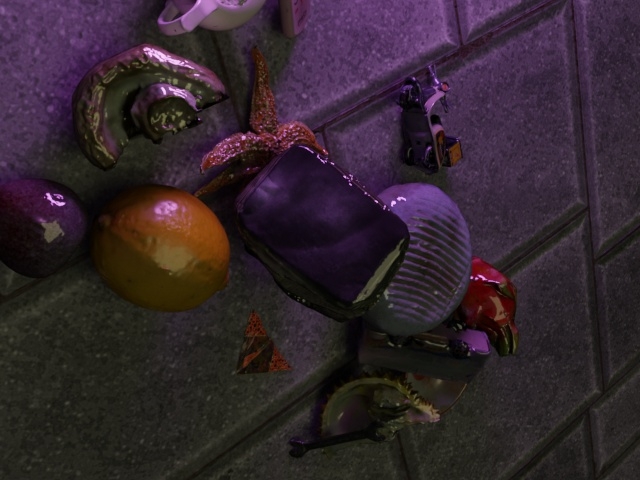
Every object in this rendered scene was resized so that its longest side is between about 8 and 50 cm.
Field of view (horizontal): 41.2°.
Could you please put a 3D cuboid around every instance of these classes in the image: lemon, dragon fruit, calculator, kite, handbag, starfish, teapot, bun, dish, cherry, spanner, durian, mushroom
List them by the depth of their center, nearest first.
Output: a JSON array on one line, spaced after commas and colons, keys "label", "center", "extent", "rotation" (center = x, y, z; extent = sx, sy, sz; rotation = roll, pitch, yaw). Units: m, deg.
[{"label": "cherry", "center": [-0.482, -0.027, 1.443], "extent": [0.176, 0.140, 0.176], "rotation": [-9, 114, -21]}, {"label": "mushroom", "center": [-0.310, -0.254, 1.479], "extent": [0.266, 0.189, 0.164], "rotation": [-27, 110, -1]}, {"label": "teapot", "center": [-0.183, -0.468, 1.522], "extent": [0.300, 0.165, 0.208], "rotation": [-57, 144, -21]}, {"label": "lemon", "center": [-0.291, 0.015, 1.557], "extent": [0.236, 0.236, 0.263], "rotation": [-43, 134, -20]}, {"label": "calculator", "center": [-0.053, -0.477, 1.652], "extent": [0.175, 0.032, 0.100], "rotation": [85, 24, -53]}, {"label": "handbag", "center": [0.000, 0.000, 1.698], "extent": [0.247, 0.340, 0.240], "rotation": [-51, 171, -11]}, {"label": "starfish", "center": [-0.142, -0.180, 1.702], "extent": [0.293, 0.084, 0.301], "rotation": [-48, 136, -15]}, {"label": "kite", "center": [-0.148, 0.262, 1.915], "extent": [0.125, 0.008, 0.222], "rotation": [-42, 127, -17]}, {"label": "bun", "center": [0.187, 0.045, 1.961], "extent": [0.361, 0.211, 0.362], "rotation": [-1, 92, -42]}, {"label": "spanner", "center": [0.038, 0.476, 2.028], "extent": [0.015, 0.254, 0.054], "rotation": [-61, 132, -65]}, {"label": "durian", "center": [0.130, 0.405, 2.050], "extent": [0.306, 0.167, 0.172], "rotation": [-13, 140, 11]}, {"label": "dragon fruit", "center": [0.405, 0.170, 2.191], "extent": [0.198, 0.200, 0.269], "rotation": [-26, 111, -50]}, {"label": "dish", "center": [0.289, 0.334, 2.249], "extent": [0.260, 0.085, 0.260], "rotation": [-14, 113, -37]}]

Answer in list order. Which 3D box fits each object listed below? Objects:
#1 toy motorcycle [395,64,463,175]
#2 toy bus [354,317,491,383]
[{"label": "toy motorcycle", "center": [0.250, -0.276, 1.992], "extent": [0.157, 0.090, 0.263], "rotation": [-40, 130, -31]}, {"label": "toy bus", "center": [0.244, 0.258, 2.064], "extent": [0.316, 0.112, 0.138], "rotation": [13, 118, -5]}]
